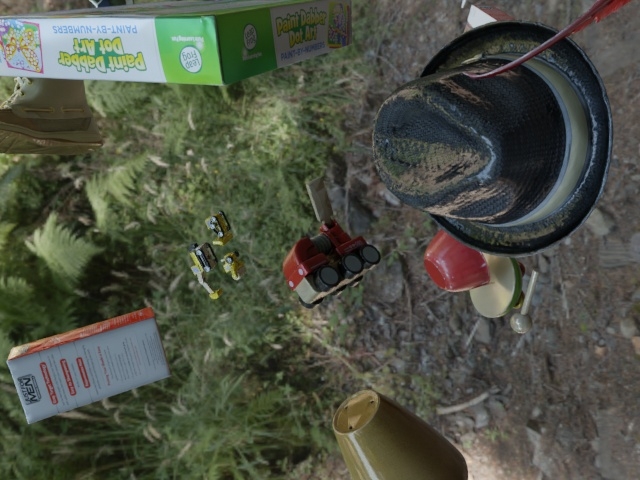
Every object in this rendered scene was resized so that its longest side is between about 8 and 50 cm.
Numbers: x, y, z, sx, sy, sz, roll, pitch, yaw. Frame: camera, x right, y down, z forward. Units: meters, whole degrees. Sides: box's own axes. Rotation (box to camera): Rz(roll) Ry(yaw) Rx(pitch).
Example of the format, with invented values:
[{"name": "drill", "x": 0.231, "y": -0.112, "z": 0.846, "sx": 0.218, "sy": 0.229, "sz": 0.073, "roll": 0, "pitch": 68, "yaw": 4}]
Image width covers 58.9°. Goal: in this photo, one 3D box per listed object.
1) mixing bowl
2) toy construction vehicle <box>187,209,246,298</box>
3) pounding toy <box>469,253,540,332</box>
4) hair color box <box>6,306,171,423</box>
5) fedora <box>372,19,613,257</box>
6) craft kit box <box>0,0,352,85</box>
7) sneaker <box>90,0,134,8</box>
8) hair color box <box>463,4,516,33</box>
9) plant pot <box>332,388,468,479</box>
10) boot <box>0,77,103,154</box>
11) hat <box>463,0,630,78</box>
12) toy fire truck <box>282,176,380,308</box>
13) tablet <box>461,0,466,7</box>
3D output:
[{"name": "mixing bowl", "x": 0.321, "y": 0.059, "z": 1.401, "sx": 0.181, "sy": 0.098, "sz": 0.181, "roll": 55, "pitch": 169, "yaw": 16}, {"name": "toy construction vehicle", "x": -0.147, "y": 0.020, "z": 0.786, "sx": 0.098, "sy": 0.035, "sz": 0.086, "roll": 67, "pitch": -152, "yaw": -20}, {"name": "pounding toy", "x": 0.498, "y": 0.121, "z": 1.461, "sx": 0.237, "sy": 0.110, "sz": 0.183, "roll": -137, "pitch": 56, "yaw": -64}, {"name": "hair color box", "x": -0.234, "y": 0.125, "z": 0.583, "sx": 0.043, "sy": 0.141, "sz": 0.072, "roll": -159, "pitch": 56, "yaw": -66}, {"name": "fedora", "x": 0.175, "y": -0.118, "z": 0.710, "sx": 0.334, "sy": 0.153, "sz": 0.334, "roll": 26, "pitch": 121, "yaw": 54}, {"name": "craft kit box", "x": -0.128, "y": -0.200, "z": 0.544, "sx": 0.247, "sy": 0.250, "sz": 0.061, "roll": 7, "pitch": 117, "yaw": 25}, {"name": "sneaker", "x": -0.470, "y": -0.546, "z": 1.178, "sx": 0.192, "sy": 0.086, "sz": 0.064, "roll": 56, "pitch": 145, "yaw": 9}, {"name": "hair color box", "x": 0.333, "y": -0.373, "z": 1.071, "sx": 0.167, "sy": 0.053, "sz": 0.093, "roll": -113, "pitch": 26, "yaw": -49}, {"name": "plant pot", "x": 0.143, "y": 0.446, "z": 1.199, "sx": 0.237, "sy": 0.254, "sz": 0.237, "roll": -34, "pitch": 19, "yaw": 13}, {"name": "boot", "x": -0.505, "y": -0.254, "z": 0.956, "sx": 0.095, "sy": 0.262, "sz": 0.203, "roll": -15, "pitch": 86, "yaw": 36}, {"name": "hat", "x": 0.207, "y": -0.158, "z": 0.269, "sx": 0.173, "sy": 0.184, "sz": 0.208, "roll": -113, "pitch": 21, "yaw": -53}, {"name": "toy fire truck", "x": 0.000, "y": 0.000, "z": 1.348, "sx": 0.246, "sy": 0.217, "sz": 0.158, "roll": 54, "pitch": 140, "yaw": 14}, {"name": "tablet", "x": 0.249, "y": -0.430, "z": 0.929, "sx": 0.083, "sy": 0.006, "sz": 0.054, "roll": 102, "pitch": -176, "yaw": -65}]
